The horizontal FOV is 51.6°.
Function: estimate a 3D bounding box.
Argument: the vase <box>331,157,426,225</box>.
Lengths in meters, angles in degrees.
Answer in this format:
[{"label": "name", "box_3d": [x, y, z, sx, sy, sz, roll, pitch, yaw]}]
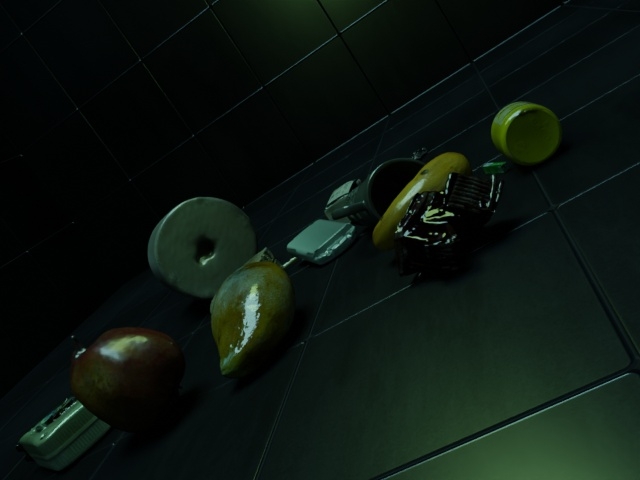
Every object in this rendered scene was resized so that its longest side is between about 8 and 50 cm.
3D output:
[{"label": "vase", "box_3d": [0.135, -0.092, 1.575, 0.250, 0.156, 0.301, -18, 1, -14]}]

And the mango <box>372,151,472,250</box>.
[{"label": "mango", "box_3d": [0.214, -0.073, 1.339, 0.262, 0.109, 0.157, -49, -7, -12]}]

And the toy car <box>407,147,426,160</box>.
[{"label": "toy car", "box_3d": [0.302, -0.264, 2.078, 0.041, 0.025, 0.093, -26, 11, 42]}]

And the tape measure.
[{"label": "tape measure", "box_3d": [-0.595, 0.433, 1.557, 0.235, 0.115, 0.207, -19, 22, 52]}]

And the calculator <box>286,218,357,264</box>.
[{"label": "calculator", "box_3d": [0.000, 0.000, 1.741, 0.141, 0.045, 0.246, -40, 21, -18]}]

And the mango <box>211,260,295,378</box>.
[{"label": "mango", "box_3d": [-0.142, 0.156, 1.354, 0.192, 0.146, 0.316, -34, 21, 19]}]

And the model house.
[{"label": "model house", "box_3d": [0.230, -0.019, 1.151, 0.164, 0.141, 0.203, 6, 59, 42]}]

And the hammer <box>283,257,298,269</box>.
[{"label": "hammer", "box_3d": [-0.072, 0.049, 1.866, 0.195, 0.028, 0.060, -37, 7, -5]}]

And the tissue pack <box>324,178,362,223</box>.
[{"label": "tissue pack", "box_3d": [0.078, -0.107, 1.912, 0.103, 0.090, 0.170, -30, 14, 21]}]

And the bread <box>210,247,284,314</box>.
[{"label": "bread", "box_3d": [-0.191, 0.128, 1.685, 0.183, 0.102, 0.337, -32, 11, 9]}]

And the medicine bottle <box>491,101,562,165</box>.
[{"label": "medicine bottle", "box_3d": [0.422, -0.233, 1.400, 0.121, 0.122, 0.212, -32, 12, 11]}]

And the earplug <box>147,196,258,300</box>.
[{"label": "earplug", "box_3d": [-0.395, 0.037, 2.134, 0.312, 0.313, 0.394, -38, 9, -18]}]

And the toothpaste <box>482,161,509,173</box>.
[{"label": "toothpaste", "box_3d": [0.385, -0.160, 1.453, 0.017, 0.020, 0.083, -34, 12, -10]}]

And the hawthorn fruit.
[{"label": "hawthorn fruit", "box_3d": [-0.399, 0.264, 1.339, 0.208, 0.248, 0.208, 24, -90, -85]}]
